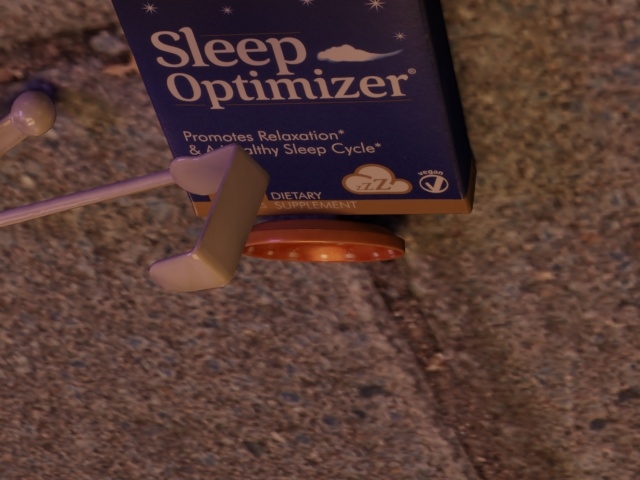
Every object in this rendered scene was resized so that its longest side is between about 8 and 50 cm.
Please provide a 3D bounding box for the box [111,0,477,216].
[{"bbox_3d":[-0.016,-0.093,0.722,0.136,0.037,0.225,0,140,15],"label":"box"}]

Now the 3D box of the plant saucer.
[{"bbox_3d":[0.000,0.000,0.825,0.083,0.013,0.083,0,173,0],"label":"plant saucer"}]

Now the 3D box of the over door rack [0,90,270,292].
[{"bbox_3d":[-0.187,-0.089,0.688,0.324,0.108,0.239,2,146,47],"label":"over door rack"}]
